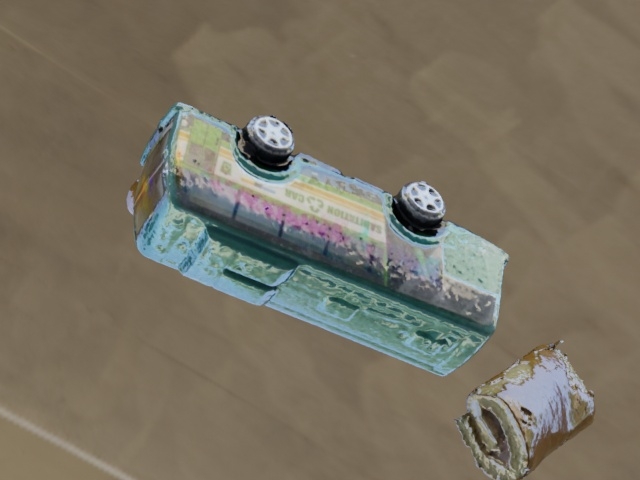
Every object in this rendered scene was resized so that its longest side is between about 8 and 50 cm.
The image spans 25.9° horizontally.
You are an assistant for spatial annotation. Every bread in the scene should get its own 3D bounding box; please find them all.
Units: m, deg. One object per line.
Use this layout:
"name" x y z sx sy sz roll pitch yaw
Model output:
"bread" 0.097 0.081 0.656 0.036 0.083 0.047 -32 -97 35

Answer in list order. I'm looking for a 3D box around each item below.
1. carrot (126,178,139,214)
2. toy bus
"carrot" -0.116 -0.019 1.197 0.048 0.139 0.048 -13 -66 -31
"toy bus" 0.000 0.000 0.947 0.262 0.091 0.109 22 -130 -14
